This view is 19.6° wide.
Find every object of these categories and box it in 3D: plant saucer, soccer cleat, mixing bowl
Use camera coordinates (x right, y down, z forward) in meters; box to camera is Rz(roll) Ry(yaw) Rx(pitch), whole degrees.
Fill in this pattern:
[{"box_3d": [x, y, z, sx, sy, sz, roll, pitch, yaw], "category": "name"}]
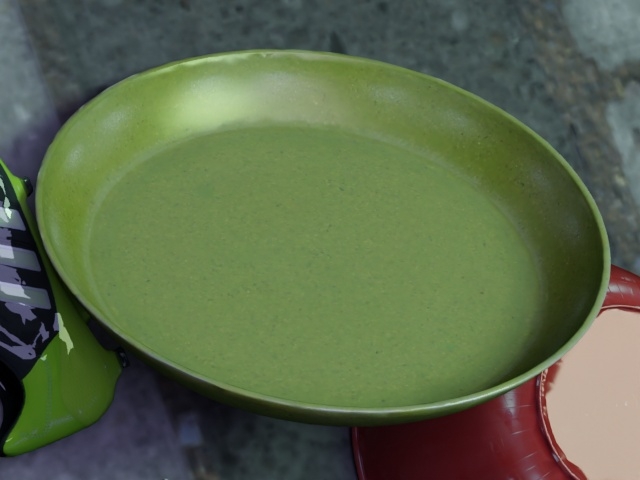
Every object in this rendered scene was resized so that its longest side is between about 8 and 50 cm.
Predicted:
[{"box_3d": [0.000, 0.000, 0.784, 0.241, 0.037, 0.241, 6, 39, -5], "category": "plant saucer"}, {"box_3d": [-0.150, 0.006, 0.773, 0.072, 0.060, 0.179, -31, 92, -23], "category": "soccer cleat"}, {"box_3d": [0.114, 0.079, 0.833, 0.181, 0.098, 0.181, 5, 75, -19], "category": "mixing bowl"}]

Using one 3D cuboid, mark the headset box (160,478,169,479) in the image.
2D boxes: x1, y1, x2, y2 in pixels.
[{"box_3d": [-0.136, 0.214, 0.627, 0.283, 0.246, 0.131, -38, 91, -25], "category": "headset box"}]
